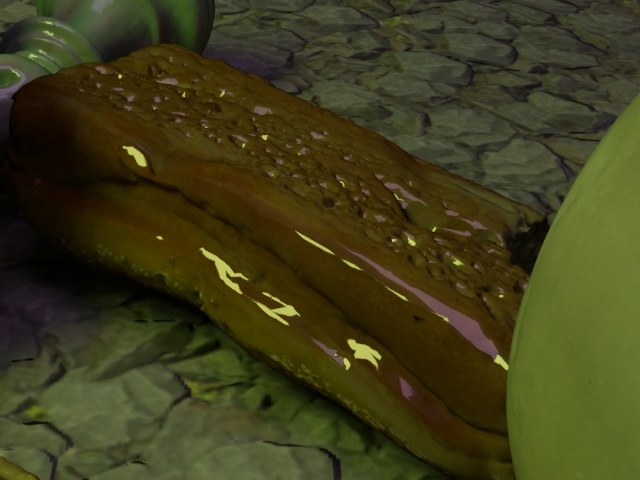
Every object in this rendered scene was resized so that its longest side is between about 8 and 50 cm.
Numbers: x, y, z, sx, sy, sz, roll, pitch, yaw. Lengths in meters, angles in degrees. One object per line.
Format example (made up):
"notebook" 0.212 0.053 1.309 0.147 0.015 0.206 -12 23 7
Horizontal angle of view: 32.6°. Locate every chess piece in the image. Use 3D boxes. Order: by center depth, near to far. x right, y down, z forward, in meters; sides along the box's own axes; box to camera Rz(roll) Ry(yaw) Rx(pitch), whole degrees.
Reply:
"chess piece" -0.177 -0.125 0.753 0.139 0.139 0.272 12 34 10

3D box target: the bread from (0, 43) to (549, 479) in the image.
"bread" 0.000 0.000 0.617 0.380 0.109 0.185 28 30 27

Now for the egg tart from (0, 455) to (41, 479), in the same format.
"egg tart" -0.212 0.134 0.360 0.290 0.115 0.290 5 30 -3

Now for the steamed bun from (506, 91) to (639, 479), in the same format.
"steamed bun" 0.223 0.039 0.393 0.324 0.324 0.206 -4 29 -15

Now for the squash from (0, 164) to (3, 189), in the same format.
"squash" -0.224 -0.061 0.744 0.027 0.027 0.083 -15 38 -30
